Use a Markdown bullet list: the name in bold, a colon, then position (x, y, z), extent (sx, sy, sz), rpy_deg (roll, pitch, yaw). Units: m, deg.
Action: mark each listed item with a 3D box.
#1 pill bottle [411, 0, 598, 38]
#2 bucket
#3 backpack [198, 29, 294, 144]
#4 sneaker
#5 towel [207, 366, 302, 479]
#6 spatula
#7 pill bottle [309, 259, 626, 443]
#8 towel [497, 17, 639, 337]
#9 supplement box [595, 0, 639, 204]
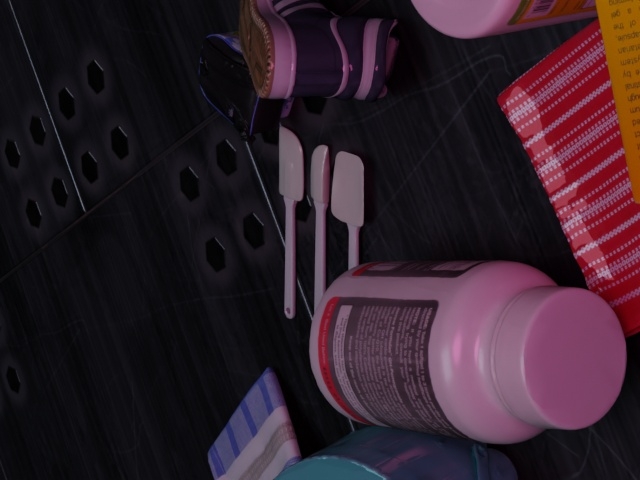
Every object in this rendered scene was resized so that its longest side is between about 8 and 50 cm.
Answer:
- **pill bottle**: position (0.196, -0.249, 1.296), extent (0.136, 0.245, 0.136), rpy_deg (21, 118, 47)
- **bucket**: position (0.072, 0.328, 1.653), extent (0.281, 0.183, 0.281), rpy_deg (5, 99, 34)
- **backpack**: position (-0.084, -0.188, 1.810), extent (0.114, 0.084, 0.105), rpy_deg (40, 132, 32)
- **sneaker**: position (-0.004, -0.230, 1.700), extent (0.282, 0.153, 0.099), rpy_deg (-106, 20, -57)
- **towel**: position (-0.069, 0.332, 1.954), extent (0.209, 0.034, 0.285), rpy_deg (-56, 41, 45)
- **spatula**: position (0.000, 0.000, 1.824), extent (0.168, 0.019, 0.242), rpy_deg (22, 119, 45)
- **pill bottle**: position (0.143, 0.107, 1.533), extent (0.318, 0.176, 0.176), rpy_deg (-1, 102, 57)
- **towel**: position (0.277, -0.061, 1.439), extent (0.199, 0.031, 0.275), rpy_deg (-36, 73, 50)
- **supplement box**: position (0.336, -0.222, 1.171), extent (0.195, 0.194, 0.357), rpy_deg (-6, 98, 53)
